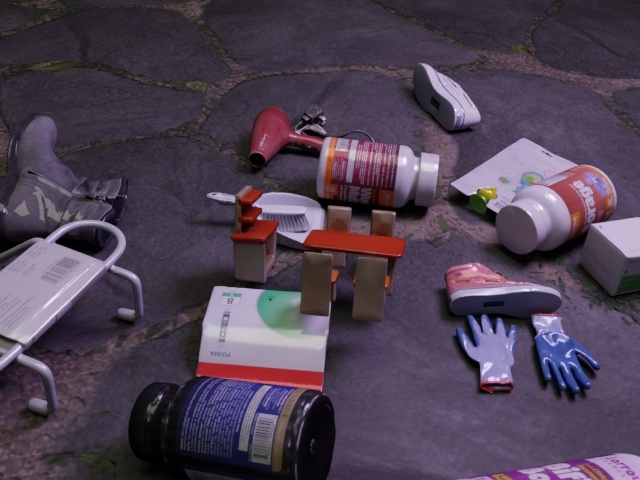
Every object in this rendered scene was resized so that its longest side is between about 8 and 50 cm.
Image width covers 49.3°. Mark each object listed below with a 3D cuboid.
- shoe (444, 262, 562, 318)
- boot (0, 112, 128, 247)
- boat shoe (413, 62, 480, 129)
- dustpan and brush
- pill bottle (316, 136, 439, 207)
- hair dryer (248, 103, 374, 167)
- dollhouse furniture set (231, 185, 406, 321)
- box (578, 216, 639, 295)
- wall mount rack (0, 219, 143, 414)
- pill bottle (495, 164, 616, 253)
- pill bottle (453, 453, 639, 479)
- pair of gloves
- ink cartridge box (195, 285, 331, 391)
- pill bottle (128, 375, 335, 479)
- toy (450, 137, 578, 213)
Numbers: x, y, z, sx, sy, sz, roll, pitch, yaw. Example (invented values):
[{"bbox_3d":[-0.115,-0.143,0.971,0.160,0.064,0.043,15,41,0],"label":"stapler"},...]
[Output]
[{"bbox_3d":[0.287,0.075,1.111,0.178,0.063,0.081,-1,40,1],"label":"shoe"},{"bbox_3d":[-0.459,-0.106,1.279,0.223,0.118,0.338,2,46,-7],"label":"boot"},{"bbox_3d":[0.305,-0.350,1.706,0.084,0.095,0.258,-5,46,-19],"label":"boat shoe"},{"bbox_3d":[-0.099,-0.052,1.258,0.211,0.060,0.147,5,35,1],"label":"dustpan and brush"},{"bbox_3d":[0.109,-0.127,1.332,0.221,0.121,0.121,8,35,6],"label":"pill bottle"},{"bbox_3d":[-0.042,-0.225,1.494,0.294,0.080,0.224,-25,45,-34],"label":"hair dryer"},{"bbox_3d":[0.000,0.000,1.069,0.259,0.135,0.262,6,18,7],"label":"dollhouse furniture set"},{"bbox_3d":[0.517,0.026,1.181,0.101,0.087,0.102,-8,37,-15],"label":"box"},{"bbox_3d":[-0.437,0.095,0.974,0.304,0.130,0.350,18,37,13],"label":"wall mount rack"},{"bbox_3d":[0.422,-0.052,1.255,0.216,0.121,0.121,-22,43,-31],"label":"pill bottle"},{"bbox_3d":[0.265,0.306,0.693,0.302,0.169,0.169,-5,36,-12],"label":"pill bottle"},{"bbox_3d":[0.303,0.164,1.025,0.198,0.023,0.159,2,37,0],"label":"pair of gloves"},{"bbox_3d":[-0.081,0.156,0.975,0.181,0.056,0.224,4,33,1],"label":"ink cartridge box"},{"bbox_3d":[-0.103,0.222,0.803,0.219,0.122,0.123,3,33,21],"label":"pill bottle"},{"bbox_3d":[0.387,-0.116,1.399,0.237,0.056,0.137,-29,50,-31],"label":"toy"}]
